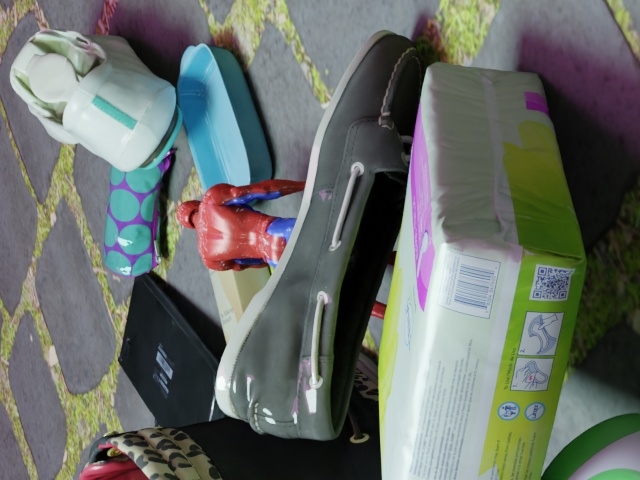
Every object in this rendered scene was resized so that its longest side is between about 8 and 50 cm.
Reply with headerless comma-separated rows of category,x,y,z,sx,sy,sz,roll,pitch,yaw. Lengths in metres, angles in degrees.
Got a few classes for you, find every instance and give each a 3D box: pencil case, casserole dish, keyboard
pencil case,-0.200,-0.039,1.834,0.070,0.064,0.152,17,118,18
casserole dish,-0.093,-0.106,1.639,0.114,0.037,0.188,-49,54,56
keyboard,-0.165,0.173,1.815,0.317,0.033,0.201,-137,57,-61

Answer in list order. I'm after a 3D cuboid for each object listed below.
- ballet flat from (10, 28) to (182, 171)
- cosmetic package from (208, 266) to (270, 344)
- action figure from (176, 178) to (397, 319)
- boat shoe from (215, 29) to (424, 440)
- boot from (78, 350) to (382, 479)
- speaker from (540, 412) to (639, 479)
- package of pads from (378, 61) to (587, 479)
ballet flat,-0.263,-0.170,1.795,0.400,0.139,0.139,-148,55,-64
cosmetic package,-0.070,0.072,1.643,0.060,0.041,0.115,-37,65,60
action figure,0.000,0.000,1.456,0.280,0.139,0.091,17,111,36
boat shoe,0.030,-0.001,1.282,0.095,0.112,0.335,16,75,26
boot,-0.066,0.186,1.401,0.377,0.284,0.138,17,112,59
speaker,0.248,0.238,0.992,0.296,0.131,0.131,52,141,43
package of pads,0.100,0.040,1.119,0.296,0.101,0.229,-84,2,-64
